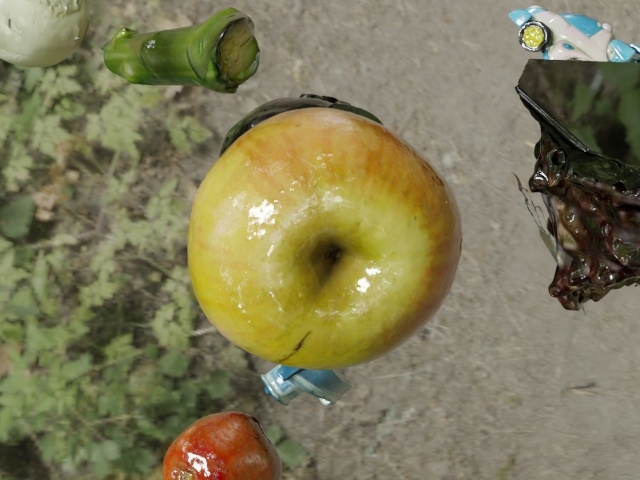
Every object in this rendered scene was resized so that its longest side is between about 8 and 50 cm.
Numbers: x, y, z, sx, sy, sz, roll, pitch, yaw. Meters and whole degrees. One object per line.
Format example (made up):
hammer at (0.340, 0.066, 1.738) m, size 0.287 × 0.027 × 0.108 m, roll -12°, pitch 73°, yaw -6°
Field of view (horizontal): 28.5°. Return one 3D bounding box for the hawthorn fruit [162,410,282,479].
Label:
hawthorn fruit at (-0.117, 0.266, 1.469) m, size 0.133 × 0.138 × 0.132 m, roll 8°, pitch 105°, yaw 30°

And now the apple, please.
apple at (0.000, 0.000, 1.306) m, size 0.286 × 0.286 × 0.233 m, roll -58°, pitch 20°, yaw 7°

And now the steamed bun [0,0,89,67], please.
steamed bun at (-0.298, -0.228, 1.242) m, size 0.112 × 0.091 × 0.130 m, roll -19°, pitch 109°, yaw 46°

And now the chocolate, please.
chocolate at (0.240, -0.011, 0.938) m, size 0.206 × 0.224 × 0.177 m, roll 53°, pitch 138°, yaw 46°

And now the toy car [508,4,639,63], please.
toy car at (0.323, -0.247, 1.567) m, size 0.098 × 0.126 × 0.161 m, roll -44°, pitch 74°, yaw 22°

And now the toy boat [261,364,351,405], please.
toy boat at (-0.026, 0.195, 1.749) m, size 0.102 × 0.215 × 0.088 m, roll -37°, pitch 73°, yaw 1°

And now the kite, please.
kite at (0.301, 0.002, 1.653) m, size 0.016 × 0.229 × 0.127 m, roll -31°, pitch 44°, yaw 5°

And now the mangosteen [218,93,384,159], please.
mangosteen at (-0.014, -0.070, 1.811) m, size 0.233 × 0.288 × 0.287 m, roll -24°, pitch 71°, yaw 30°

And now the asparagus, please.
asparagus at (-0.162, -0.210, 1.428) m, size 0.343 × 0.085 × 0.082 m, roll 6°, pitch 75°, yaw 58°
